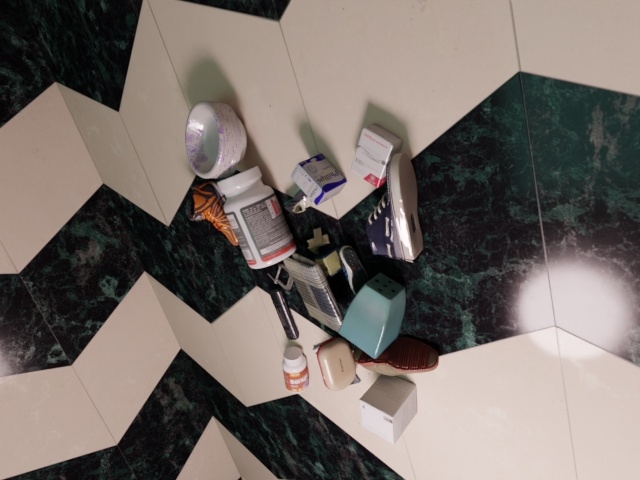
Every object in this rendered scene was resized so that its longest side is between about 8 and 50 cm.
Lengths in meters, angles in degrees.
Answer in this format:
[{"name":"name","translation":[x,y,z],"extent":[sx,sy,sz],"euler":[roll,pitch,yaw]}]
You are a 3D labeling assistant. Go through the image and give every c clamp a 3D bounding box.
[{"name":"c clamp","translation":[-0.176,0.157,1.854],"extent":[0.137,0.022,0.161],"euler":[45,139,14]}]

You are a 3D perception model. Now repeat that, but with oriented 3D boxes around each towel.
[{"name":"towel","translation":[-0.019,0.201,1.646],"extent":[0.324,0.056,0.312],"euler":[11,128,63]}]

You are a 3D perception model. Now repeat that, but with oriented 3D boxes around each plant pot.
[{"name":"plant pot","translation":[0.197,0.245,1.446],"extent":[0.165,0.165,0.234],"euler":[32,127,27]}]

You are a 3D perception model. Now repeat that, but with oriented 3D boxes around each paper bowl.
[{"name":"paper bowl","translation":[-0.391,-0.383,1.591],"extent":[0.284,0.148,0.284],"euler":[11,105,47]}]

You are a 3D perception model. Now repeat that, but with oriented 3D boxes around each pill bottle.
[{"name":"pill bottle","translation":[-0.124,0.633,2.033],"extent":[0.121,0.121,0.216],"euler":[19,127,36]},{"name":"pill bottle","translation":[-0.251,-0.091,1.626],"extent":[0.210,0.210,0.363],"euler":[-7,109,47]}]

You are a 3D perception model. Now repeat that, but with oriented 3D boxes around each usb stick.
[{"name":"usb stick","translation":[-0.170,0.344,1.953],"extent":[0.077,0.045,0.278],"euler":[-6,110,39]}]

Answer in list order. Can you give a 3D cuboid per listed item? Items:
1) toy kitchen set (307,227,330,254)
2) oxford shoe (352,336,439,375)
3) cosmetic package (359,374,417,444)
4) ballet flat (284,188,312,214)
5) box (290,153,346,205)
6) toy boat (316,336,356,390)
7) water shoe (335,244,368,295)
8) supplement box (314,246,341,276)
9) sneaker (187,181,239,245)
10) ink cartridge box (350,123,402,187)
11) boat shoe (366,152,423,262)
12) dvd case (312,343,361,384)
[{"name":"toy kitchen set","translation":[0.000,0.000,1.580],"extent":[0.083,0.075,0.068],"euler":[-17,62,16]},{"name":"oxford shoe","translation":[0.292,0.439,1.533],"extent":[0.348,0.123,0.130],"euler":[-7,138,44]},{"name":"cosmetic package","translation":[0.265,0.643,1.607],"extent":[0.151,0.183,0.151],"euler":[15,124,39]},{"name":"ballet flat","translation":[-0.068,-0.145,1.518],"extent":[0.074,0.074,0.203],"euler":[57,146,0]},{"name":"box","translation":[-0.005,-0.204,1.374],"extent":[0.137,0.126,0.072],"euler":[48,137,9]},{"name":"toy boat","translation":[0.051,0.520,1.773],"extent":[0.151,0.151,0.231],"euler":[6,114,61]},{"name":"water shoe","translation":[0.117,0.105,1.513],"extent":[0.080,0.073,0.203],"euler":[27,138,67]},{"name":"supplement box","translation":[0.035,0.081,1.549],"extent":[0.056,0.083,0.083],"euler":[-7,110,49]},{"name":"sneaker","translation":[-0.492,-0.097,1.880],"extent":[0.124,0.180,0.321],"euler":[-24,97,49]},{"name":"ink cartridge box","translation":[0.163,-0.251,1.225],"extent":[0.109,0.063,0.150],"euler":[37,135,22]},{"name":"boat shoe","translation":[0.201,-0.090,1.239],"extent":[0.158,0.127,0.341],"euler":[5,119,34]},{"name":"dvd case","translation":[0.070,0.561,1.875],"extent":[0.221,0.018,0.164],"euler":[55,140,3]}]
